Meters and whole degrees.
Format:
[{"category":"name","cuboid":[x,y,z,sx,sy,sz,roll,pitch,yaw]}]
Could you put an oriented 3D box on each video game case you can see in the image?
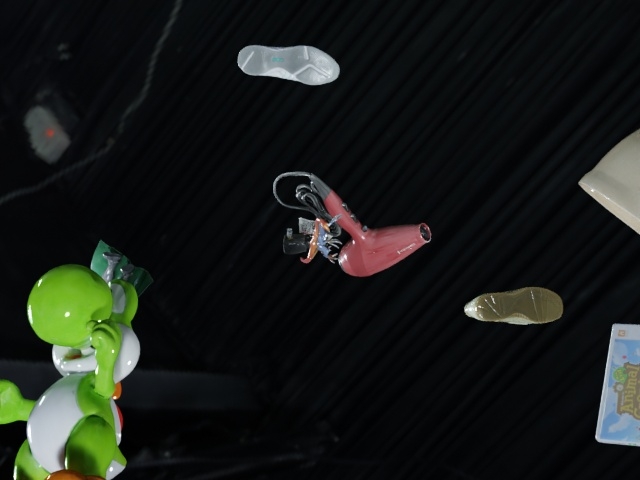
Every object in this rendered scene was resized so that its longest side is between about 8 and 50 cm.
[{"category":"video game case","cuboid":[0.566,0.239,1.750,0.023,0.193,0.212,45,-127,-48]}]

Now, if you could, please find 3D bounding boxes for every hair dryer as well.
[{"category":"hair dryer","cuboid":[0.056,-0.015,1.944,0.293,0.224,0.080,8,-125,7]}]

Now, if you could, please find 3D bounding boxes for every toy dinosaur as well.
[{"category":"toy dinosaur","cuboid":[0.000,0.000,1.546,0.082,0.090,0.047,55,-171,-47]}]

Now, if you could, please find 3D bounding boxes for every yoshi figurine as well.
[{"category":"yoshi figurine","cuboid":[-0.330,0.178,1.351,0.203,0.203,0.362,12,-128,-8]}]

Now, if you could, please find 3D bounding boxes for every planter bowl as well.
[{"category":"planter bowl","cuboid":[0.295,-0.038,0.803,0.162,0.109,0.162,36,-171,-6]}]

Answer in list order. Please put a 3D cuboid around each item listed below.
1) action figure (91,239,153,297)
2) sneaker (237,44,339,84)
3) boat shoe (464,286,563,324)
[{"category":"action figure","cuboid":[-0.396,0.133,1.884,0.137,0.232,0.063,36,-159,28]},{"category":"sneaker","cuboid":[-0.041,-0.260,1.544,0.152,0.054,0.061,12,-168,18]},{"category":"boat shoe","cuboid":[0.294,0.101,1.602,0.153,0.056,0.048,-4,176,-21]}]
